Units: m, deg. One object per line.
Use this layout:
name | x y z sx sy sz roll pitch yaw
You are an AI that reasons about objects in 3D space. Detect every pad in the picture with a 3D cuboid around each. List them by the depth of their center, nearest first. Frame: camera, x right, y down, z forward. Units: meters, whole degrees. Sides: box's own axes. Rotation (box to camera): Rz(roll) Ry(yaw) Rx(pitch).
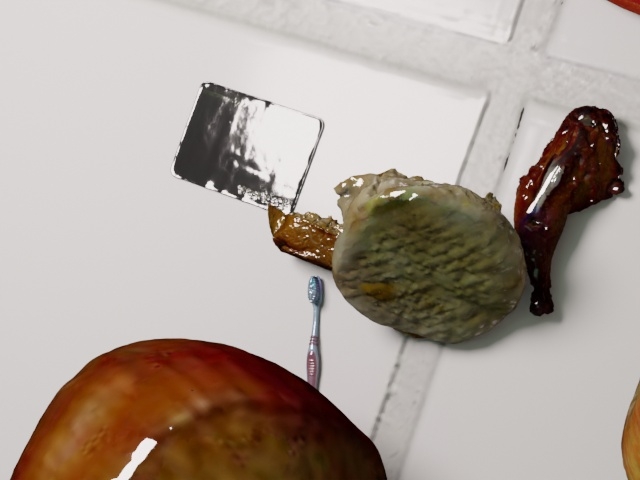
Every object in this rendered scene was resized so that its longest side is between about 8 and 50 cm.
pad | -0.080 -0.099 1.468 0.157 0.003 0.112 20 90 22

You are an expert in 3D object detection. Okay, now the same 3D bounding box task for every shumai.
shumai | 0.103 0.000 1.328 0.201 0.201 0.120 -8 39 20

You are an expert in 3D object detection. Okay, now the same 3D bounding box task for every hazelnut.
hazelnut | -0.136 0.295 1.260 0.421 0.353 0.420 7 100 44

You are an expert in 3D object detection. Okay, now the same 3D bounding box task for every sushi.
sushi | 0.000 0.000 1.396 0.120 0.052 0.055 20 90 23

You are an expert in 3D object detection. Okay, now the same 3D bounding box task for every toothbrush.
toothbrush | -0.009 0.132 1.401 0.013 0.019 0.193 0 84 21

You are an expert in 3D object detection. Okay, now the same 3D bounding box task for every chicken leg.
chicken leg | 0.229 -0.033 1.316 0.093 0.053 0.205 30 98 8

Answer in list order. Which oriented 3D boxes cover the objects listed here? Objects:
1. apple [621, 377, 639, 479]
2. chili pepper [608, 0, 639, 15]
apple | 0.388 0.132 1.104 0.302 0.301 0.301 -3 82 21
chili pepper | 0.283 -0.268 1.320 0.272 0.063 0.071 37 109 19
